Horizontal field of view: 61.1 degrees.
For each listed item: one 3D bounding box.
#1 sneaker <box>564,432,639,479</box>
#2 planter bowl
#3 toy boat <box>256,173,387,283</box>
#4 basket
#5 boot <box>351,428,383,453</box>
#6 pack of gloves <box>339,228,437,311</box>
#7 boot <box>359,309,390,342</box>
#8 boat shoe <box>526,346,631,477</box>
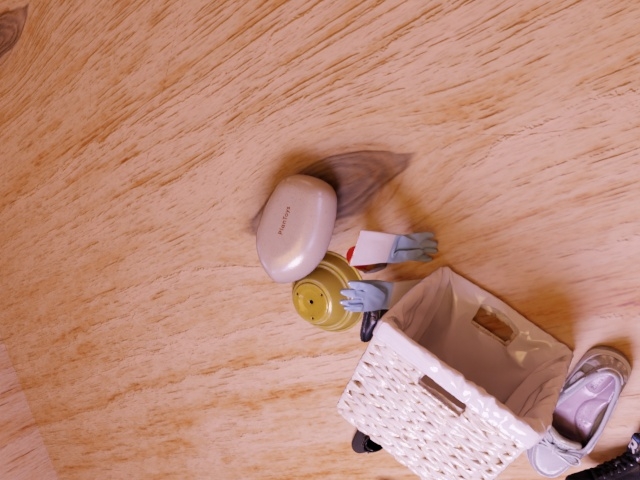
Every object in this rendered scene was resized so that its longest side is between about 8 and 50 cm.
[{"bbox_3d":[0.583,0.431,1.051,0.217,0.079,0.121,-4,98,7],"label":"sneaker"},{"bbox_3d":[-0.003,0.141,1.349,0.217,0.090,0.217,8,106,30],"label":"planter bowl"},{"bbox_3d":[0.000,0.000,1.279,0.318,0.148,0.267,24,93,26],"label":"toy boat"},{"bbox_3d":[0.264,0.278,1.078,0.328,0.331,0.266,35,120,20],"label":"basket"},{"bbox_3d":[0.117,0.493,1.339,0.077,0.137,0.198,47,122,13],"label":"boot"},{"bbox_3d":[0.143,0.061,1.179,0.046,0.232,0.195,42,124,51],"label":"pack of gloves"},{"bbox_3d":[0.150,0.204,1.301,0.099,0.045,0.121,15,112,22],"label":"boot"},{"bbox_3d":[0.504,0.358,1.082,0.118,0.103,0.320,33,118,21],"label":"boat shoe"}]
